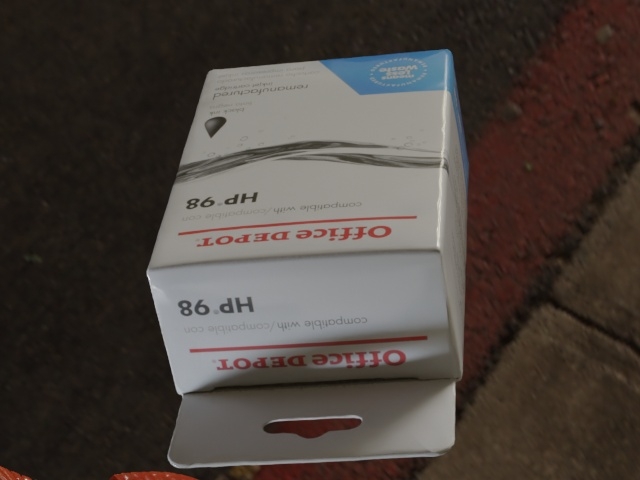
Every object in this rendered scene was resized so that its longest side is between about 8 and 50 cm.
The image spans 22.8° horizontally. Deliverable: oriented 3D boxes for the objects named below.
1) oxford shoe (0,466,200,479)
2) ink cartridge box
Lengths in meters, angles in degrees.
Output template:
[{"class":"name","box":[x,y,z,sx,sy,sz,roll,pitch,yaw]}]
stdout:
[{"class":"oxford shoe","box":[-0.142,0.169,0.752,0.098,0.271,0.097,-56,49,17]},{"class":"ink cartridge box","box":[0.000,0.000,0.586,0.104,0.060,0.180,-4,34,9]}]
